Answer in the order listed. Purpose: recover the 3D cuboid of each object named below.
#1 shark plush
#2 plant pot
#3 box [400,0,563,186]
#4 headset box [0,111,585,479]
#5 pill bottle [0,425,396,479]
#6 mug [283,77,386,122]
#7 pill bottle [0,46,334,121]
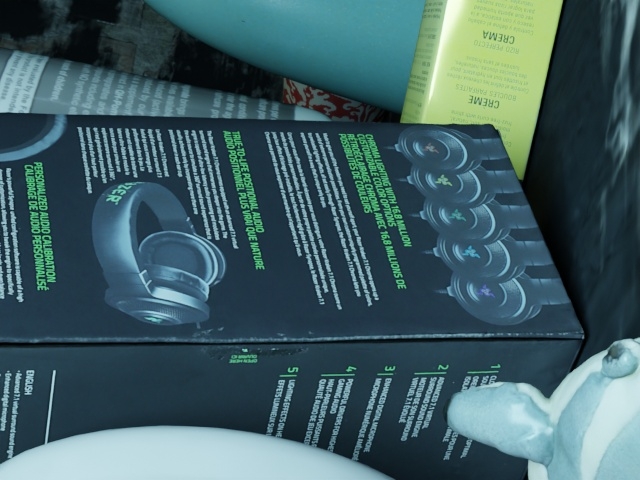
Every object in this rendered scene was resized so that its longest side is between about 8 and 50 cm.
[{"bbox_3d":[0.099,0.056,0.403,0.161,0.073,0.067,-31,65,56],"label":"shark plush"},{"bbox_3d":[0.000,-0.232,0.983,0.293,0.235,0.293,-169,90,-86],"label":"plant pot"},{"bbox_3d":[0.087,-0.137,0.786,0.087,0.058,0.232,-119,40,-83],"label":"box"},{"bbox_3d":[-0.051,0.078,0.677,0.131,0.283,0.246,-106,22,-45],"label":"headset box"},{"bbox_3d":[-0.054,0.273,0.457,0.408,0.229,0.229,-84,7,-46],"label":"pill bottle"},{"bbox_3d":[0.035,-0.159,1.388,0.113,0.150,0.169,59,161,23],"label":"mug"},{"bbox_3d":[-0.083,-0.002,0.917,0.176,0.318,0.176,-169,90,-86],"label":"pill bottle"}]
